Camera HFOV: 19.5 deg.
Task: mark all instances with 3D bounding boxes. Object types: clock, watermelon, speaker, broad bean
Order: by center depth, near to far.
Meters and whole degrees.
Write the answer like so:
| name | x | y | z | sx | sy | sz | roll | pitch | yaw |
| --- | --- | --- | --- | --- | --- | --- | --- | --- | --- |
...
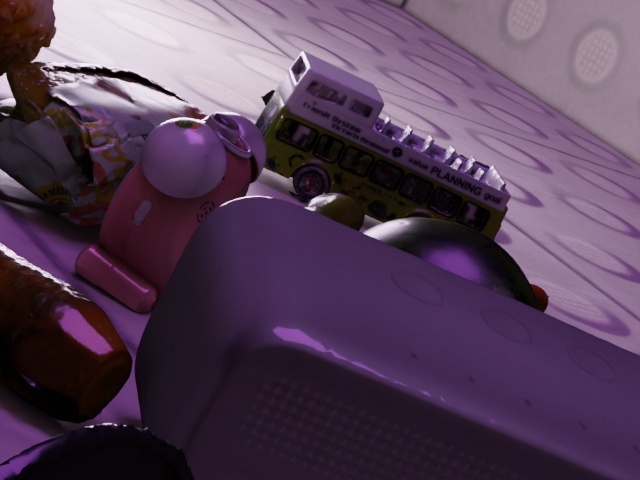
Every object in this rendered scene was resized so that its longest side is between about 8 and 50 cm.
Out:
| name | x | y | z | sx | sy | sz | roll | pitch | yaw |
| --- | --- | --- | --- | --- | --- | --- | --- | --- | --- |
| speaker | 0.084 | 0.142 | 1.208 | 0.406 | 0.183 | 0.184 | 23 | 19 | -15 |
| clock | -0.107 | -0.028 | 1.517 | 0.092 | 0.162 | 0.166 | 32 | 15 | 12 |
| watermelon | 0.123 | 0.053 | 1.718 | 0.232 | 0.127 | 0.204 | 32 | 15 | 9 |
| broad bean | -0.011 | 0.002 | 1.767 | 0.098 | 0.056 | 0.318 | -10 | 9 | 8 |

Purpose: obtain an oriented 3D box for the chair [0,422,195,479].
| name | x | y | z | sx | sy | sz | roll | pitch | yaw |
| --- | --- | --- | --- | --- | --- | --- | --- | --- | --- |
| chair | -0.265 | 0.068 | 0.741 | 0.401 | 0.227 | 0.226 | 32 | 14 | 26 |

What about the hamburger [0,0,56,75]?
| name | x | y | z | sx | sy | sz | roll | pitch | yaw |
| --- | --- | --- | --- | --- | --- | --- | --- | --- | --- |
| hamburger | -0.383 | -0.277 | 1.643 | 0.329 | 0.250 | 0.330 | 5 | -3 | 0 |

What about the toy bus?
| name | x | y | z | sx | sy | sz | roll | pitch | yaw |
| --- | --- | --- | --- | --- | --- | --- | --- | --- | --- |
| toy bus | 0.072 | -0.090 | 2.124 | 0.301 | 0.139 | 0.113 | 24 | 16 | -15 |

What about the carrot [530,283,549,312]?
| name | x | y | z | sx | sy | sz | roll | pitch | yaw |
| --- | --- | --- | --- | --- | --- | --- | --- | --- | --- |
| carrot | 0.175 | 0.057 | 2.002 | 0.190 | 0.037 | 0.037 | 9 | 21 | -41 |

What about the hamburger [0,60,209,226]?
| name | x | y | z | sx | sy | sz | roll | pitch | yaw |
| --- | --- | --- | --- | --- | --- | --- | --- | --- | --- |
| hamburger | -0.212 | -0.097 | 1.650 | 0.214 | 0.125 | 0.235 | 15 | 19 | -47 |

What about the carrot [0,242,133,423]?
| name | x | y | z | sx | sy | sz | roll | pitch | yaw |
| --- | --- | --- | --- | --- | --- | --- | --- | --- | --- |
| carrot | -0.201 | 0.051 | 1.218 | 0.173 | 0.082 | 0.082 | 34 | 15 | 21 |
